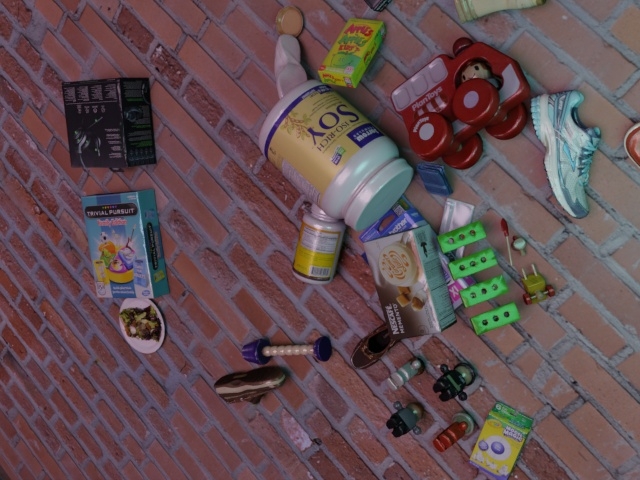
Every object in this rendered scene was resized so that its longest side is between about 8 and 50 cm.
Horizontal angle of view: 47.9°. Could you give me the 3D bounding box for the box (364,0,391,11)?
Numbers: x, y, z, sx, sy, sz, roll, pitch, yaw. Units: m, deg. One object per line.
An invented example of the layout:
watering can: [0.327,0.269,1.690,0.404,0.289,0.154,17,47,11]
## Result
box: [0.127,-0.685,1.713,0.175,0.051,0.220,-43,77,30]

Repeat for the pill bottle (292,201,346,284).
pill bottle: [0.000,0.000,1.896,0.117,0.117,0.214,22,111,25]

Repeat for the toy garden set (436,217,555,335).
toy garden set: [0.407,0.070,1.673,0.204,0.049,0.244,-21,83,-1]

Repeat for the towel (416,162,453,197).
towel: [0.271,-0.145,1.710,0.067,0.119,0.029,16,73,29]

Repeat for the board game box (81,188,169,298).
board game box: [-0.624,0.014,2.296,0.254,0.079,0.336,-2,99,31]

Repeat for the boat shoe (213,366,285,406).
boat shoe: [-0.196,0.439,2.134,0.258,0.095,0.095,-13,107,38]

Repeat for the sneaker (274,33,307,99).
sneaker: [-0.086,-0.421,1.857,0.094,0.080,0.212,134,139,-55]

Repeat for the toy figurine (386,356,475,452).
toy figurine: [0.278,0.400,1.807,0.210,0.148,0.213,5,105,36]

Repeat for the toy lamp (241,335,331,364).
toy lamp: [-0.103,0.315,2.050,0.275,0.080,0.080,-6,97,33]

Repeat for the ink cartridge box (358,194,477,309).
ink cartridge box: [0.229,0.059,1.794,0.186,0.065,0.311,-46,71,32]

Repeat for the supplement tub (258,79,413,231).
supplement tub: [0.038,-0.205,1.758,0.331,0.241,0.241,43,119,16]

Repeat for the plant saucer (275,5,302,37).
plant saucer: [-0.078,-0.568,1.882,0.083,0.015,0.083,7,104,29]

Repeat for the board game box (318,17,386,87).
board game box: [0.077,-0.453,1.731,0.092,0.043,0.181,16,65,28]

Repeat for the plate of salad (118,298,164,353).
plate of salad: [-0.591,0.276,2.351,0.200,0.048,0.199,7,103,30]

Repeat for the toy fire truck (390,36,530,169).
toy fire truck: [0.309,-0.322,1.630,0.302,0.169,0.253,-35,61,33]

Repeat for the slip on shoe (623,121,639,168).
slip on shoe: [0.750,-0.124,1.431,0.331,0.101,0.123,45,121,17]

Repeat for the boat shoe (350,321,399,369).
boat shoe: [0.143,0.275,1.897,0.073,0.073,0.207,48,121,12]

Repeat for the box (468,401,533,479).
box: [0.446,0.497,1.780,0.105,0.043,0.179,25,111,24]

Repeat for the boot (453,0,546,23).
boot: [0.370,-0.619,1.560,0.204,0.095,0.261,-6,102,33]

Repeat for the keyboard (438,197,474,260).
keyboard: [0.318,0.026,1.776,0.072,0.014,0.256,17,109,22]

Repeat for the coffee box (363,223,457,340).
coffee box: [0.213,0.100,1.715,0.141,0.098,0.246,-15,91,35]

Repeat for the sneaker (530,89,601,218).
sneaker: [0.540,-0.187,1.540,0.122,0.110,0.283,-16,92,29]

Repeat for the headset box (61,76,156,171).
headset box: [-0.643,-0.347,2.199,0.246,0.131,0.283,2,102,30]
